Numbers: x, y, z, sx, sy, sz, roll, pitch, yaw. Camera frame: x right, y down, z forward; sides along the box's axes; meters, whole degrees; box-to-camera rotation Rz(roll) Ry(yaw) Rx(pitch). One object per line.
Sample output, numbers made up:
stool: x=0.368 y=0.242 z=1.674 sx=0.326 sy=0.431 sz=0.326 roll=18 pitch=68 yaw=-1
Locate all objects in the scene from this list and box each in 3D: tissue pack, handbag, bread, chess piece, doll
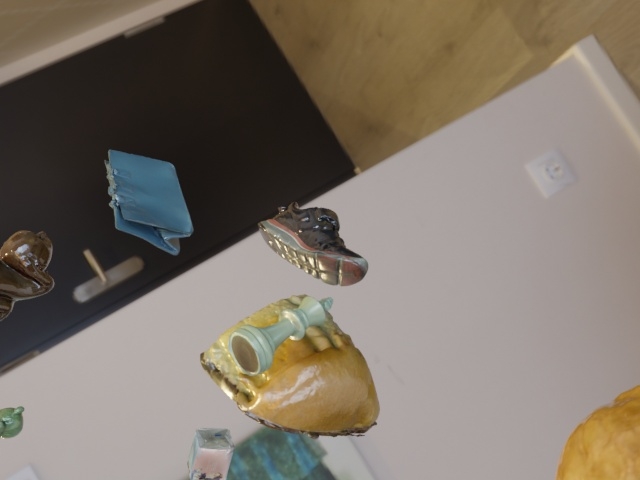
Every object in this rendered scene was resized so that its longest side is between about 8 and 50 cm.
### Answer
tissue pack: x=-0.208 y=0.404 z=1.498 sx=0.058 sy=0.074 sz=0.094 roll=-110 pitch=31 yaw=-52
handbag: x=-0.320 y=-0.079 z=1.453 sx=0.057 sy=0.144 sz=0.221 roll=-51 pitch=37 yaw=25
bread: x=-0.018 y=0.192 z=1.174 sx=0.204 sy=0.262 sz=0.162 roll=46 pitch=117 yaw=40
chess piece: x=-0.038 y=0.103 z=0.941 sx=0.059 sy=0.149 sz=0.059 roll=23 pitch=126 yaw=36
doll: x=-0.706 y=0.406 z=1.696 sx=0.077 sy=0.150 sz=0.115 roll=43 pitch=129 yaw=10

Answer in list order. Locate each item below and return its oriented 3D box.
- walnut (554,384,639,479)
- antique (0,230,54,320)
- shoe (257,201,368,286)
walnut: x=0.268 y=0.196 z=0.556 sx=0.221 sy=0.195 sz=0.195 roll=-105 pitch=-1 yaw=-58
antique: x=-0.667 y=0.072 z=1.646 sx=0.121 sy=0.257 sz=0.143 roll=42 pitch=149 yaw=25
shoe: x=0.000 y=0.000 z=1.749 sx=0.291 sy=0.137 sz=0.114 roll=28 pitch=155 yaw=31
